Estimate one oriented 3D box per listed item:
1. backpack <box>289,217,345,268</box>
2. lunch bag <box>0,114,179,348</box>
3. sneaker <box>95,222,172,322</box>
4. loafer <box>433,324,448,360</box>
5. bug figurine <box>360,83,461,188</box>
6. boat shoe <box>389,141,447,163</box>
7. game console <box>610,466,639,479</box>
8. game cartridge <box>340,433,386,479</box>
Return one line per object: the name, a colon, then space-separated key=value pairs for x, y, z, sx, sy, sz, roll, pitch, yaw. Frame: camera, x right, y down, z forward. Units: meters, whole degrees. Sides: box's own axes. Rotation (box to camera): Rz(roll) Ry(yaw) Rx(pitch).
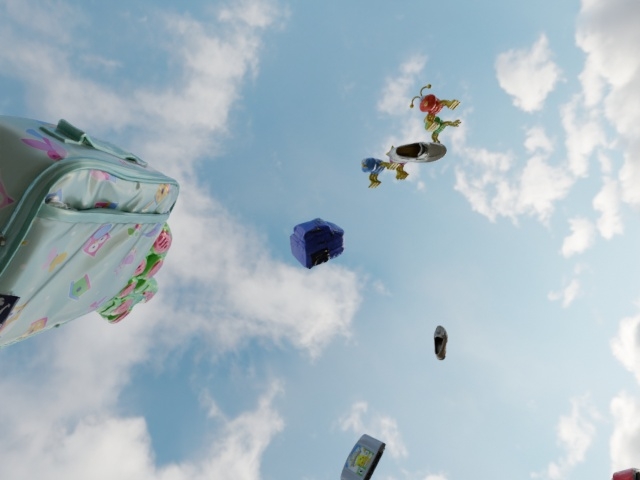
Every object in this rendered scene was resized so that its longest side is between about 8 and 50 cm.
backpack: x=0.000 y=0.000 z=1.022 sx=0.120 sy=0.098 sz=0.101 roll=-17 pitch=-52 yaw=-23
lunch bag: x=-0.276 y=-0.011 z=0.466 sx=0.108 sy=0.279 sz=0.224 roll=37 pitch=-85 yaw=1
sneaker: x=-0.427 y=0.029 z=0.847 sx=0.202 sy=0.483 sz=0.185 roll=47 pitch=-125 yaw=0
loafer: x=0.401 y=0.338 z=1.451 sx=0.039 sy=0.045 sz=0.125 roll=45 pitch=-139 yaw=-36
bug figurine: x=0.217 y=-0.243 z=1.046 sx=0.072 sy=0.279 sz=0.216 roll=54 pitch=-152 yaw=18
boat shoe: x=0.167 y=-0.149 z=0.721 sx=0.100 sy=0.035 sz=0.035 roll=-3 pitch=-91 yaw=-8
game console: x=0.722 y=0.653 z=0.862 sx=0.387 sy=0.060 sz=0.342 roll=27 pitch=-136 yaw=-36
game cartridge: x=0.067 y=0.356 z=0.694 sx=0.017 sy=0.056 sz=0.083 roll=45 pitch=-116 yaw=-19
